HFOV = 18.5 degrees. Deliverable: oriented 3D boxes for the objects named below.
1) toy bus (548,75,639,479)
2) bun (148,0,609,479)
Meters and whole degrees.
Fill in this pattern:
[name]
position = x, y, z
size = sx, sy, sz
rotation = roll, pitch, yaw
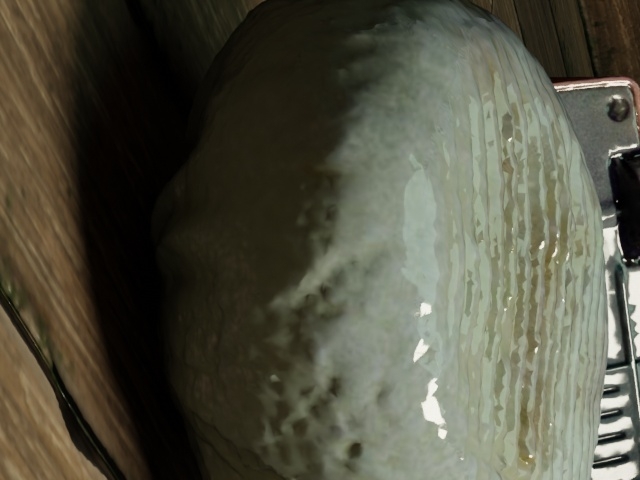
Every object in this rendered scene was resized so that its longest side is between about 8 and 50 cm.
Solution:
[toy bus]
position = 0.153, 0.090, 1.511
size = 0.233, 0.203, 0.427
rotation = -150, -129, -75
[bun]
position = 0.030, 0.028, 1.064
size = 0.362, 0.211, 0.362
rotation = 0, 90, -69
